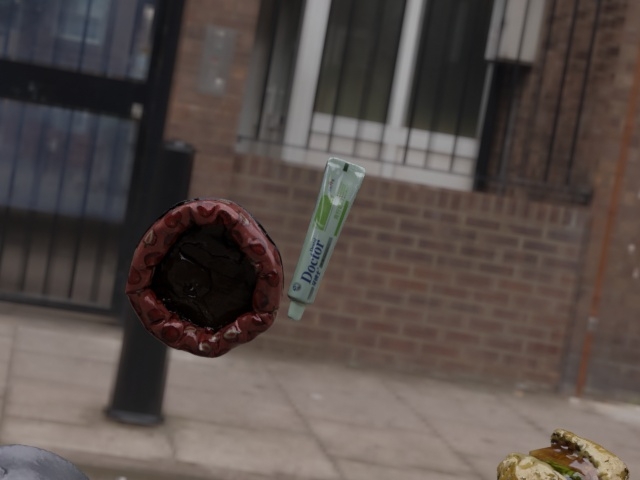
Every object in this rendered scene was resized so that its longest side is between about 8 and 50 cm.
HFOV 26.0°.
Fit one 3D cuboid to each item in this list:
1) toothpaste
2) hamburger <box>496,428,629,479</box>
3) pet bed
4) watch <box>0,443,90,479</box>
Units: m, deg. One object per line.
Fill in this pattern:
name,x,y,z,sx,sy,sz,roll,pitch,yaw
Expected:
toothpaste,0.000,0.000,1.615,0.048,0.197,0.029,20,-3,-10
hamburger,0.260,0.325,1.340,0.124,0.262,0.131,-21,9,-31
pet bed,-0.138,0.048,1.672,0.201,0.201,0.053,10,21,-1
watch,-0.445,0.425,1.789,0.327,0.335,0.314,39,10,-21
